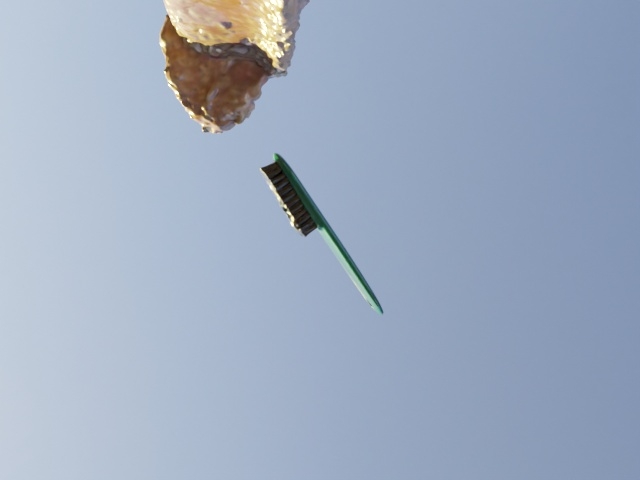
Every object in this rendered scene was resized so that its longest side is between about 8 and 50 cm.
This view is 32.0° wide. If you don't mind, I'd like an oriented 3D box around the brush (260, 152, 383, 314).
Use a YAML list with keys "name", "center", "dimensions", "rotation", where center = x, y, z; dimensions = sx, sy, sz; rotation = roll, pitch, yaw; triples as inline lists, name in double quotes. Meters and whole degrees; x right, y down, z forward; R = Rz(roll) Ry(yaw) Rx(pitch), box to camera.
- name: "brush"
  center: [0.000, 0.000, 1.095]
  dimensions: [0.032, 0.193, 0.043]
  rotation: [-34, -170, -8]

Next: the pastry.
- name: "pastry"
  center: [-0.046, -0.159, 0.640]
  dimensions: [0.112, 0.102, 0.265]
  rotation: [-59, -177, -17]
